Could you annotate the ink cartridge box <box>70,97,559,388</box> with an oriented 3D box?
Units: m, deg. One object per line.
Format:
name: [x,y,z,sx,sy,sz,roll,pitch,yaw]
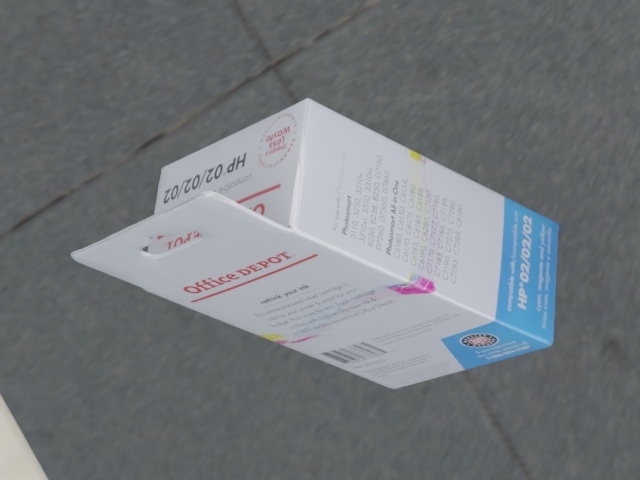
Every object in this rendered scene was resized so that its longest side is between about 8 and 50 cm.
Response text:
ink cartridge box: [0.000,0.000,0.728,0.181,0.061,0.104,24,151,-34]

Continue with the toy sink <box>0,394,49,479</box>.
toy sink: [-0.282,0.072,1.098,0.131,0.153,0.234,-31,133,-12]
